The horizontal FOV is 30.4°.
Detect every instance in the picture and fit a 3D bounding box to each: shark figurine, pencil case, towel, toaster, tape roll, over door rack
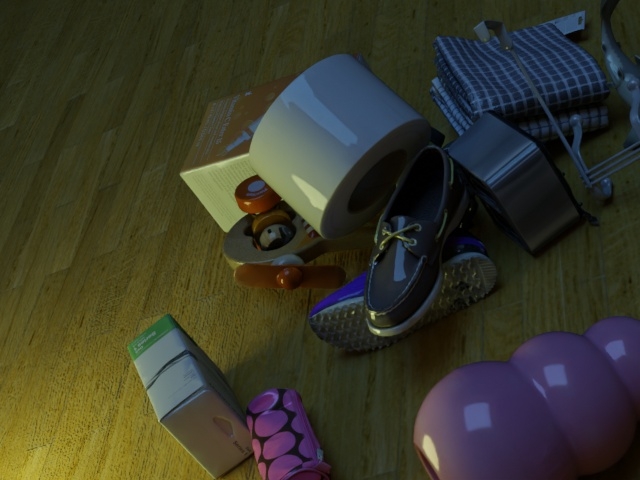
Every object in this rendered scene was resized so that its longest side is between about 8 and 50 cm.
[{"bbox_3d":[0.504,-0.260,1.821,0.116,0.166,0.278,-15,63,-26],"label":"shark figurine"},{"bbox_3d":[-0.043,0.292,1.676,0.098,0.095,0.209,-60,29,19],"label":"pencil case"},{"bbox_3d":[0.322,-0.265,1.961,0.235,0.121,0.284,-15,33,-4],"label":"towel"},{"bbox_3d":[0.298,-0.085,1.773,0.110,0.168,0.186,-39,32,-1],"label":"toaster"},{"bbox_3d":[0.032,-0.145,1.845,0.246,0.246,0.169,-42,70,-10],"label":"tape roll"},{"bbox_3d":[0.418,-0.249,1.706,0.239,0.324,0.108,-33,3,38],"label":"over door rack"}]

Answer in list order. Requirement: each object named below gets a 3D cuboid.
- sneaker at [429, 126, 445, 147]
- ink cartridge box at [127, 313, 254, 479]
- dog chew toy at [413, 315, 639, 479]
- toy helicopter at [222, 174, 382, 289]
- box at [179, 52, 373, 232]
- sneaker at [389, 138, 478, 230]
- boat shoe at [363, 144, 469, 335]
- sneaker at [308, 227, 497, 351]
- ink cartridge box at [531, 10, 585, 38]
[{"bbox_3d":[0.139,-0.154,2.031,0.097,0.084,0.234,-62,9,-1],"label":"sneaker"},{"bbox_3d":[-0.196,0.238,1.811,0.092,0.160,0.219,-37,33,-1],"label":"ink cartridge box"},{"bbox_3d":[0.281,0.205,1.411,0.331,0.207,0.206,-29,33,-6],"label":"dog chew toy"},{"bbox_3d":[0.000,0.000,1.968,0.355,0.140,0.235,-4,37,21],"label":"toy helicopter"},{"bbox_3d":[-0.054,-0.178,2.191,0.345,0.168,0.215,-14,40,28],"label":"box"},{"bbox_3d":[0.223,-0.084,1.918,0.130,0.087,0.227,26,44,26],"label":"sneaker"},{"bbox_3d":[0.131,-0.005,1.713,0.116,0.097,0.324,1,45,31],"label":"boat shoe"},{"bbox_3d":[0.120,0.064,1.809,0.293,0.102,0.146,-21,35,8],"label":"sneaker"},{"bbox_3d":[0.428,-0.372,2.134,0.115,0.029,0.063,-14,39,27],"label":"ink cartridge box"}]
